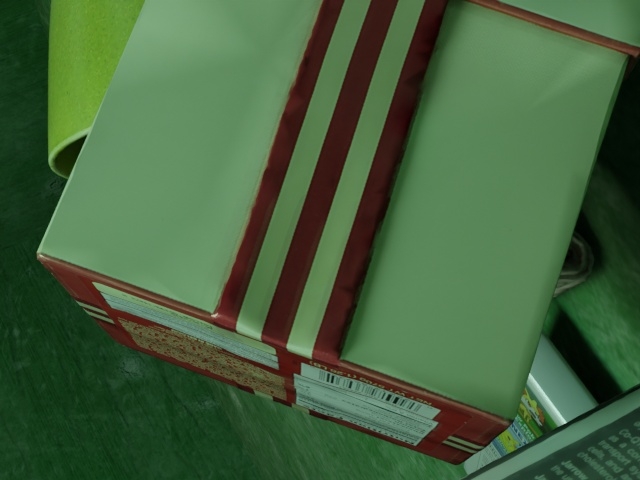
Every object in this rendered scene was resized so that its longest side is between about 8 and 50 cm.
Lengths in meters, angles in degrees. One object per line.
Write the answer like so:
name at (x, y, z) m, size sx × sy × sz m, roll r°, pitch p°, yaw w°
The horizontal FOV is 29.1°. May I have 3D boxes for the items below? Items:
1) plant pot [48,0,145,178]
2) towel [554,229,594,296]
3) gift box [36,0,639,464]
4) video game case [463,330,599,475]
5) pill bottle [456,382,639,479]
plant pot at (-0.091, -0.217, 0.957) m, size 0.275 × 0.275 × 0.293 m, roll 140°, pitch 121°, yaw -75°
towel at (0.000, 0.000, 0.932) m, size 0.332 × 0.317 × 0.053 m, roll 136°, pitch 151°, yaw -75°
gift box at (0.032, -0.049, 0.623) m, size 0.255 × 0.258 × 0.276 m, roll 20°, pitch 165°, yaw 0°
video game case at (0.221, 0.247, 0.930) m, size 0.329 × 0.036 × 0.300 m, roll 56°, pitch 165°, yaw 26°
pill bottle at (0.160, 0.143, 0.538) m, size 0.162 × 0.278 × 0.162 m, roll 58°, pitch 164°, yaw 27°
